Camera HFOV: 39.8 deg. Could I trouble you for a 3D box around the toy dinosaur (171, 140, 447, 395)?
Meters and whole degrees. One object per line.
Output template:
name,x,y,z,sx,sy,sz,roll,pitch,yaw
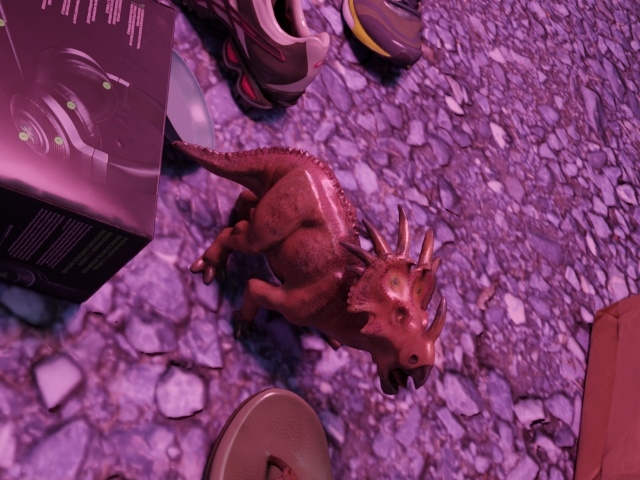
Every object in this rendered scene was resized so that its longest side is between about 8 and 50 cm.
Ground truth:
toy dinosaur,0.000,0.000,0.794,0.127,0.200,0.296,-27,83,-48

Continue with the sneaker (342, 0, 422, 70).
sneaker,0.104,-0.355,1.175,0.111,0.121,0.300,21,52,-31

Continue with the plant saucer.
plant saucer,-0.140,-0.132,0.858,0.119,0.021,0.119,-20,90,-74

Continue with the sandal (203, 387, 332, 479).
sandal,-0.036,0.255,0.681,0.120,0.086,0.303,30,47,-24

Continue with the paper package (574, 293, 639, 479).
paper package,0.481,0.266,1.078,0.325,0.168,0.309,40,45,-16

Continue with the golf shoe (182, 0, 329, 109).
golf shoe,-0.084,-0.276,0.961,0.105,0.120,0.273,-29,84,-46

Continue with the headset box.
headset box,-0.255,-0.112,0.690,0.283,0.131,0.246,20,52,-31
